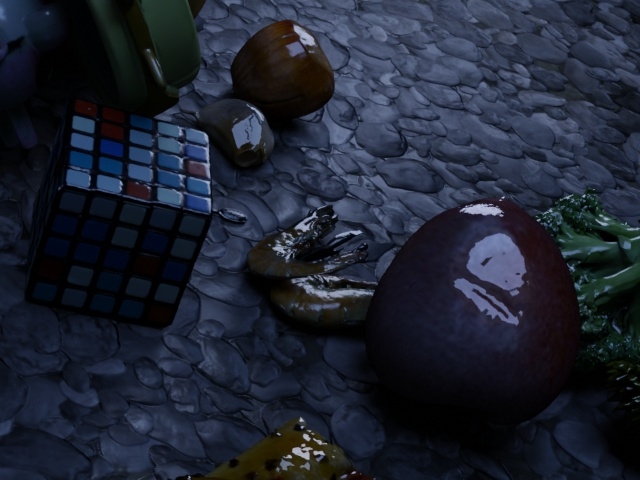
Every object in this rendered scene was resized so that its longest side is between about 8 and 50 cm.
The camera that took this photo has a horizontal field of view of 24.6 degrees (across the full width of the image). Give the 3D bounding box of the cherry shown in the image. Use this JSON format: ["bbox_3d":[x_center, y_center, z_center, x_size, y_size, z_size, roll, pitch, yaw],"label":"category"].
[{"bbox_3d":[0.192,0.090,1.777,0.261,0.307,0.221,17,-8,-7],"label":"cherry"}]

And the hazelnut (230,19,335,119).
[{"bbox_3d":[-0.057,-0.248,2.185,0.150,0.150,0.150,16,36,-12],"label":"hazelnut"}]

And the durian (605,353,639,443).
[{"bbox_3d":[0.513,0.236,1.844,0.356,0.169,0.157,23,37,-4],"label":"durian"}]

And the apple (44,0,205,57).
[{"bbox_3d":[-0.314,-0.433,2.108,0.339,0.305,0.338,15,38,-12],"label":"apple"}]

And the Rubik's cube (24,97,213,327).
[{"bbox_3d":[-0.239,-0.034,1.744,0.182,0.184,0.187,12,38,-16],"label":"Rubik's cube"}]

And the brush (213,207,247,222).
[{"bbox_3d":[-0.136,-0.038,1.958,0.083,0.008,0.024,13,40,-16],"label":"brush"}]

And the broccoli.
[{"bbox_3d":[0.372,0.042,1.933,0.270,0.270,0.270,31,44,-35],"label":"broccoli"}]

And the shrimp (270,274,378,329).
[{"bbox_3d":[0.037,0.073,1.884,0.217,0.051,0.115,4,38,-22],"label":"shrimp"}]

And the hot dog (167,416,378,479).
[{"bbox_3d":[-0.046,0.354,1.362,0.365,0.196,0.367,-22,53,-41],"label":"hot dog"}]

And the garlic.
[{"bbox_3d":[-0.119,-0.165,2.080,0.084,0.066,0.152,-18,55,-41],"label":"garlic"}]

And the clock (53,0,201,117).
[{"bbox_3d":[-0.248,-0.293,1.817,0.117,0.286,0.348,-25,26,-14],"label":"clock"}]

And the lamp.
[{"bbox_3d":[-0.461,-0.205,1.829,0.301,0.247,0.247,-33,20,-31],"label":"lamp"}]

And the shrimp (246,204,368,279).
[{"bbox_3d":[0.000,0.000,1.910,0.152,0.046,0.219,0,21,27],"label":"shrimp"}]
